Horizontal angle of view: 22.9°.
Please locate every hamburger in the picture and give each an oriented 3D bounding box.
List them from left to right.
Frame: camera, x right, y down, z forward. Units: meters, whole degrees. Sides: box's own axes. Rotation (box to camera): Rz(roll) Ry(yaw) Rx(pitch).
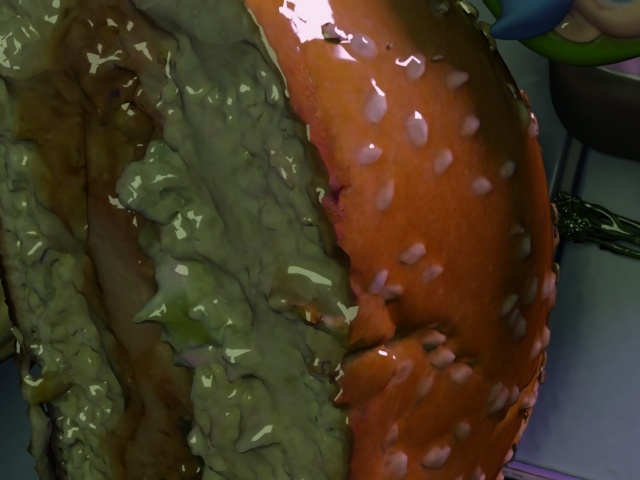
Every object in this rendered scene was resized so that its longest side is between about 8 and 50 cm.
[{"bbox_3d":[0.000,0.000,0.849,0.268,0.287,0.445,17,127,40],"label":"hamburger"}]

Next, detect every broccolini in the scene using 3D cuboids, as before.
[{"bbox_3d":[0.200,0.003,0.944,0.140,0.035,0.030,18,94,12],"label":"broccolini"}]

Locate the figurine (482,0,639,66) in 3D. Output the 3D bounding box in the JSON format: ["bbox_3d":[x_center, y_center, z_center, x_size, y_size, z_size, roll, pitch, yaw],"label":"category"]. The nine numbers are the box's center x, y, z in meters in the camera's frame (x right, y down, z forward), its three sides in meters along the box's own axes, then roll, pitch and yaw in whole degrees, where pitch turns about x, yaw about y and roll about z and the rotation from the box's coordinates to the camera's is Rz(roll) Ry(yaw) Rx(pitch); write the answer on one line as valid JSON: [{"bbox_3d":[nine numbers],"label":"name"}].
[{"bbox_3d":[0.162,-0.127,0.729,0.162,0.143,0.263,-40,96,16],"label":"figurine"}]

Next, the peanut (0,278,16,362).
[{"bbox_3d":[-0.279,0.070,0.936,0.147,0.147,0.305,44,88,12],"label":"peanut"}]

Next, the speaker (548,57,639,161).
[{"bbox_3d":[0.244,-0.245,0.876,0.183,0.184,0.406,13,89,14],"label":"speaker"}]
